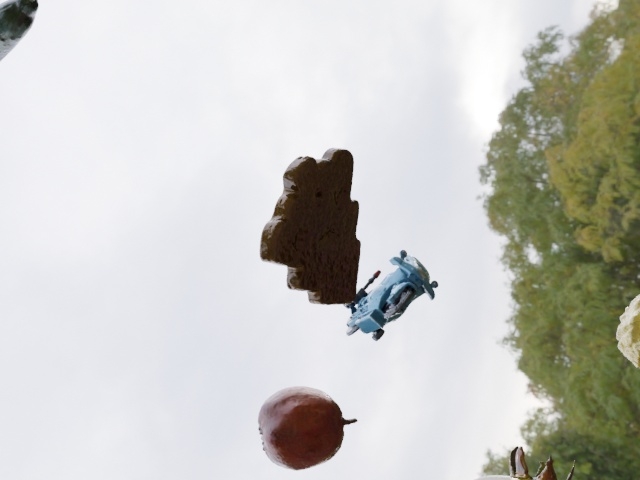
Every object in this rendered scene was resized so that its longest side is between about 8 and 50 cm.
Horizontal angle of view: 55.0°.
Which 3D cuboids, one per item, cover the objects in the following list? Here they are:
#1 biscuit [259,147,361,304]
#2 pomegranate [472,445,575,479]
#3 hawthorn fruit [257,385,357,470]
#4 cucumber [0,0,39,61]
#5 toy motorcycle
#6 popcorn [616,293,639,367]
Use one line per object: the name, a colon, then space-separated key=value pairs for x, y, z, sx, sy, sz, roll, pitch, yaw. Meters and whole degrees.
biscuit: x=-0.001 y=0.000 z=1.036 sx=0.278 sy=0.043 sz=0.301 roll=-51 pitch=-45 yaw=-41
pomegranate: x=0.259 y=0.392 z=0.790 sx=0.221 sy=0.221 sz=0.257 roll=59 pitch=-136 yaw=-46
hawthorn fruit: x=-0.029 y=0.469 z=1.556 sx=0.253 sy=0.205 sz=0.205 roll=-11 pitch=-62 yaw=-9
cucumber: x=-0.305 y=-0.191 z=0.578 sx=0.037 sy=0.155 sz=0.037 roll=26 pitch=-126 yaw=-41
toy motorcycle: x=0.144 y=0.122 z=1.318 sx=0.123 sy=0.272 sz=0.182 roll=44 pitch=-120 yaw=-3
popcorn: x=0.688 y=0.180 z=1.253 sx=0.180 sy=0.170 sz=0.180 roll=-3 pitch=-83 yaw=-24
